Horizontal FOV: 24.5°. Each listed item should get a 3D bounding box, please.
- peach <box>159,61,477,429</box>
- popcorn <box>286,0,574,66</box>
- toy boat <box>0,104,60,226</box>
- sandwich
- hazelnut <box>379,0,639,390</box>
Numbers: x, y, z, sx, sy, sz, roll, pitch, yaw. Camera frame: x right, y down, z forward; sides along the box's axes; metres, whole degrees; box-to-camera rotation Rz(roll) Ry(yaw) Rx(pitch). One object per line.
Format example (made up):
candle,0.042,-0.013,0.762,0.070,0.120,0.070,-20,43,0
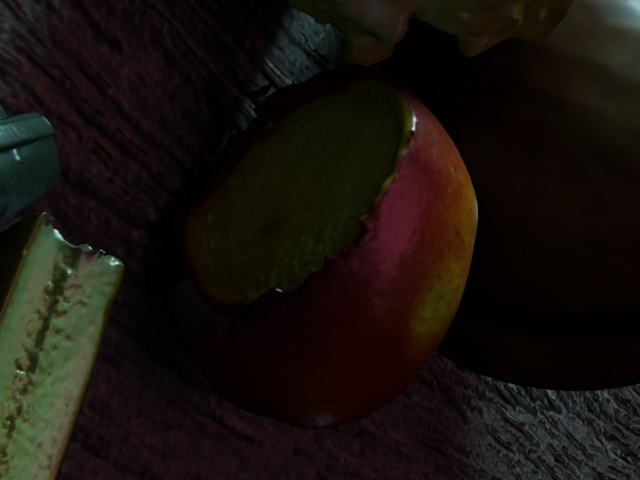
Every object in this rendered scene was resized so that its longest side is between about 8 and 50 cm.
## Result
peach,0.000,0.000,0.945,0.190,0.196,0.226,-76,177,-65
popcorn,0.052,-0.240,0.934,0.293,0.237,0.293,-45,141,-52
toy boat,-0.221,-0.024,0.666,0.260,0.078,0.085,-25,94,-58
sandwich,-0.187,0.103,0.747,0.090,0.088,0.244,36,68,-48
hazelnut,0.216,-0.095,1.156,0.429,0.402,0.402,-36,126,-48
